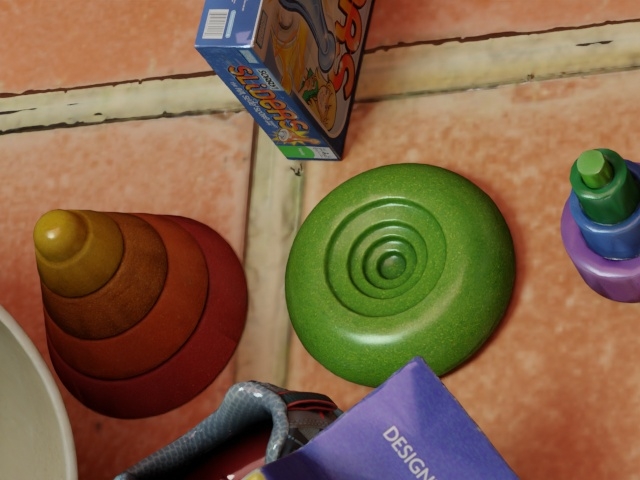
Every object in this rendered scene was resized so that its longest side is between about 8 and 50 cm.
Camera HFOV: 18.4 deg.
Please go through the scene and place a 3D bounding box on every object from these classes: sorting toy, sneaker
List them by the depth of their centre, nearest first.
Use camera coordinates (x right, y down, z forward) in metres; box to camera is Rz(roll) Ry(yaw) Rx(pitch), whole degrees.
[{"bbox_3d":[-0.095,0.161,0.970,0.262,0.125,0.104,-45,58,-3],"label":"sneaker"},{"bbox_3d":[0.000,0.000,1.009,0.366,0.126,0.127,-9,64,18],"label":"sorting toy"}]

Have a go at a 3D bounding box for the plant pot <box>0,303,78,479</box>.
[{"bbox_3d":[-0.280,0.094,0.996,0.256,0.256,0.274,-49,24,-5],"label":"plant pot"}]

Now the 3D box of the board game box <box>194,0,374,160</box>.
[{"bbox_3d":[-0.007,-0.162,1.079,0.035,0.136,0.201,3,69,23],"label":"board game box"}]

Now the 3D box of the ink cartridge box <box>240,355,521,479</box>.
[{"bbox_3d":[0.014,0.259,0.859,0.307,0.072,0.303,-39,81,2],"label":"ink cartridge box"}]
